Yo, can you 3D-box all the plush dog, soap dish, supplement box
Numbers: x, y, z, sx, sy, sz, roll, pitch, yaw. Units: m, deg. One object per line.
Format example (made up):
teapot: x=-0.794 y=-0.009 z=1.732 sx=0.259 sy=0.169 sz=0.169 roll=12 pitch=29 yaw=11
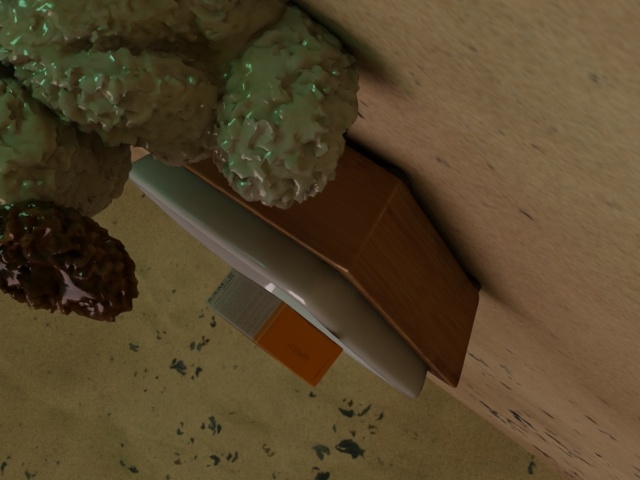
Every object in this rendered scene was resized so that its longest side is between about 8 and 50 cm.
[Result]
plush dog: x=-0.145 y=-0.079 z=0.596 sx=0.262 sy=0.225 sz=0.210 roll=32 pitch=172 yaw=44
soap dish: x=0.000 y=0.000 z=0.888 sx=0.229 sy=0.118 sz=0.291 roll=34 pitch=173 yaw=30
supplement box: x=-0.035 y=0.061 z=0.797 sx=0.062 sy=0.036 sz=0.098 roll=41 pitch=173 yaw=-30
